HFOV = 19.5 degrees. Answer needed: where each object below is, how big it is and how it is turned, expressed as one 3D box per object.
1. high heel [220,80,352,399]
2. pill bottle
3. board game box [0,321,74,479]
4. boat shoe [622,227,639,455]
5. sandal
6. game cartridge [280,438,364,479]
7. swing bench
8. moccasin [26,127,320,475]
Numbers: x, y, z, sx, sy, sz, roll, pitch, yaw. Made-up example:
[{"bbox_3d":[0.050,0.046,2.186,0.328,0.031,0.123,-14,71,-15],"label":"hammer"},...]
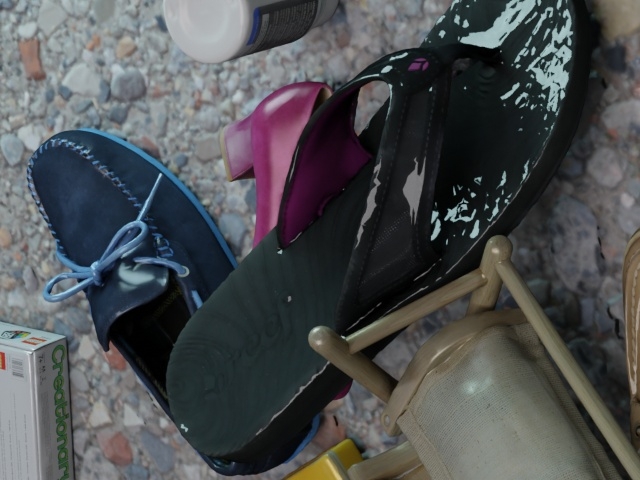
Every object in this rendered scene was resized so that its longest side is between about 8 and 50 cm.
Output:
[{"bbox_3d":[0.000,0.000,1.452,0.117,0.082,0.244,-23,78,47],"label":"high heel"},{"bbox_3d":[-0.048,-0.180,1.391,0.078,0.137,0.078,10,109,31],"label":"pill bottle"},{"bbox_3d":[-0.321,0.222,1.759,0.193,0.053,0.305,11,110,31],"label":"board game box"},{"bbox_3d":[0.277,0.152,1.290,0.122,0.110,0.341,-13,97,37],"label":"boat shoe"},{"bbox_3d":[0.028,-0.017,1.328,0.446,0.107,0.167,-51,48,15],"label":"sandal"},{"bbox_3d":[0.013,0.365,1.582,0.285,0.053,0.323,-36,85,36],"label":"game cartridge"},{"bbox_3d":[0.127,0.182,1.303,0.253,0.165,0.254,60,173,31],"label":"swing bench"},{"bbox_3d":[-0.133,0.043,1.533,0.342,0.117,0.137,47,125,13],"label":"moccasin"}]
